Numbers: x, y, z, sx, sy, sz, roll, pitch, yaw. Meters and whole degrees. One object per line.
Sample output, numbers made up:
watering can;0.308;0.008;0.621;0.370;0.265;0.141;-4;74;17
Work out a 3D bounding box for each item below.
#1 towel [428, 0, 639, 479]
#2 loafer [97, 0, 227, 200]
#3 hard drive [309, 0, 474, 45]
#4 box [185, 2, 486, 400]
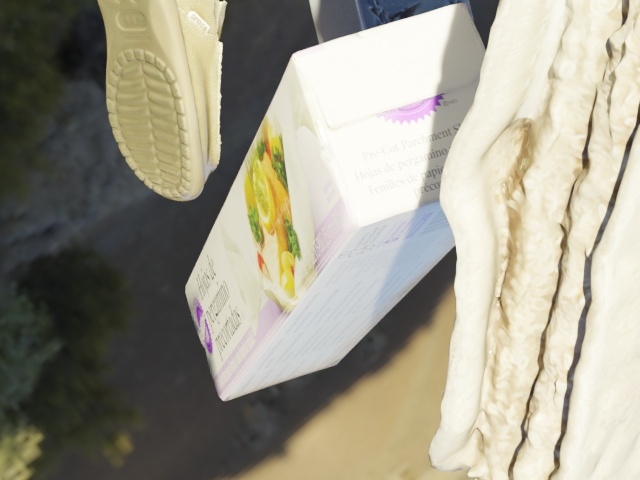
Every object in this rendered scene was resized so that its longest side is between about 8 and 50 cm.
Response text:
towel;0.108;-0.067;0.382;0.187;0.049;0.282;-24;134;-44
loafer;-0.066;-0.089;0.777;0.050;0.056;0.148;-30;124;-41
hard drive;0.056;-0.172;1.322;0.054;0.254;0.172;-12;-178;34
box;0.000;0.000;0.697;0.067;0.063;0.324;-16;169;-14
